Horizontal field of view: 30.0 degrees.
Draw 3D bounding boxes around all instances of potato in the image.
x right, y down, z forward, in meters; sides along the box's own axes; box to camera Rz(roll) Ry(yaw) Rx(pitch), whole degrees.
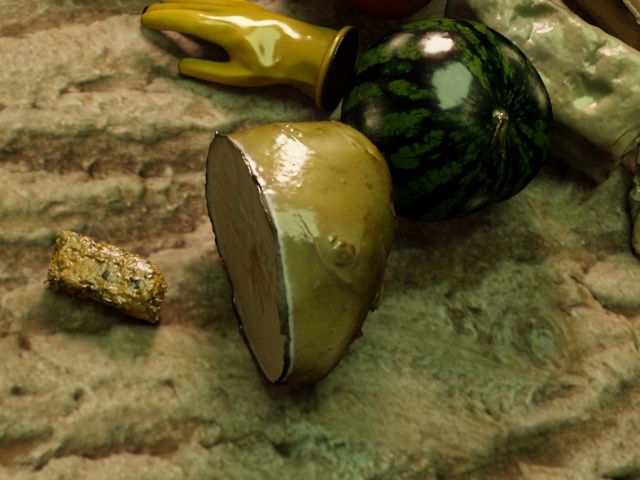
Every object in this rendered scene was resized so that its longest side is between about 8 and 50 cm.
[{"bbox_3d":[0.000,0.000,1.335,0.196,0.246,0.300,-9,62,-16],"label":"potato"}]

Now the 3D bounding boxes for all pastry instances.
[{"bbox_3d":[-0.241,0.040,1.362,0.140,0.056,0.080,17,63,-4],"label":"pastry"}]

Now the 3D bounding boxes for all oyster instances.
[{"bbox_3d":[0.442,-0.066,1.613,0.106,0.061,0.200,42,43,4],"label":"oyster"}]

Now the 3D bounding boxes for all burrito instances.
[{"bbox_3d":[0.291,-0.219,1.610,0.332,0.190,0.135,32,65,15],"label":"burrito"}]

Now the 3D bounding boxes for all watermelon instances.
[{"bbox_3d":[0.155,-0.150,1.482,0.269,0.269,0.269,7,52,-9],"label":"watermelon"}]

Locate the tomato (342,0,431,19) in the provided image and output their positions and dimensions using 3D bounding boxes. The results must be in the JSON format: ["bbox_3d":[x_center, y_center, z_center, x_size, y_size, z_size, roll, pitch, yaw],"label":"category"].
[{"bbox_3d":[0.102,-0.483,1.651,0.273,0.341,0.341,32,50,-14],"label":"tomato"}]

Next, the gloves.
[{"bbox_3d":[-0.105,-0.275,1.622,0.294,0.116,0.133,20,23,13],"label":"gloves"}]

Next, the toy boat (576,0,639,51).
[{"bbox_3d":[0.475,-0.390,1.823,0.162,0.136,0.445,-26,68,-24],"label":"toy boat"}]
